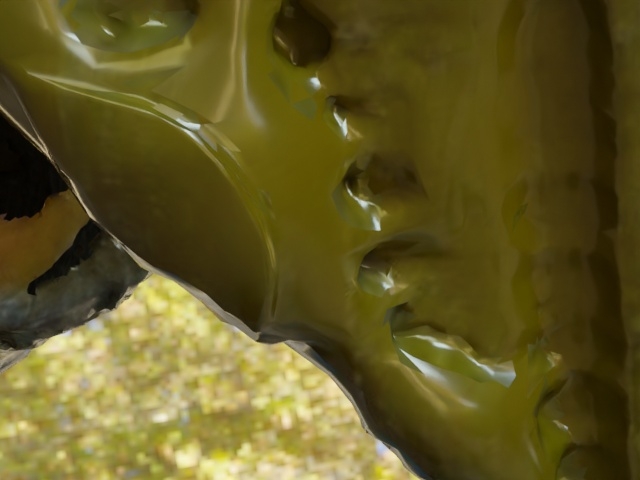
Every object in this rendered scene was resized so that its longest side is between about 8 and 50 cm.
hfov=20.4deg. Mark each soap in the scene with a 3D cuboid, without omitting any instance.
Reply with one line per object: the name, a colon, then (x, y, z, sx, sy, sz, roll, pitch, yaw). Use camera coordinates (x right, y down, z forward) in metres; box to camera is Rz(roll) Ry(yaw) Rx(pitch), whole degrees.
soap: (0.000, 0.000, 0.619, 0.169, 0.304, 0.339, -83, 166, -67)

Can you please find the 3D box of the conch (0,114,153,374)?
conch: (-0.224, -0.042, 0.918, 0.210, 0.352, 0.297, -104, 174, -62)
